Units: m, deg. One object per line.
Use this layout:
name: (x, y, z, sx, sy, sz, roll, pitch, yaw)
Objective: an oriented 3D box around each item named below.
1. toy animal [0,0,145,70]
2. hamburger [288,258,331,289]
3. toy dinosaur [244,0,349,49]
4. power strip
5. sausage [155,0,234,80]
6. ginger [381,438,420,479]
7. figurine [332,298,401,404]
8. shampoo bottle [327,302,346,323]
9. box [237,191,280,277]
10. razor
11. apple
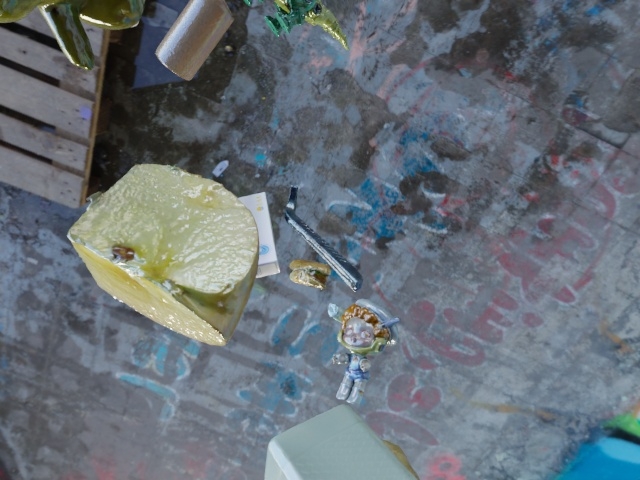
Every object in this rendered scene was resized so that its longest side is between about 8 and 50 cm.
toy animal: (-0.309, -0.356, 0.542, 0.181, 0.363, 0.180, -36, 91, 20)
hamburger: (-0.067, 0.143, 1.877, 0.131, 0.262, 0.124, 27, 77, -30)
toy dinosaur: (-0.040, -0.431, 0.725, 0.153, 0.094, 0.259, -45, 126, -4)
power strip: (0.040, 0.347, 0.504, 0.139, 0.224, 0.140, -9, 120, -35)
sausage: (-0.353, -0.600, 1.161, 0.123, 0.123, 0.253, 41, 108, -13)
ginger: (0.186, 0.486, 0.735, 0.118, 0.299, 0.065, 13, 109, -47)
figurine: (0.151, 0.418, 1.547, 0.205, 0.225, 0.381, 34, 82, -45)
shampoo bottle: (0.098, 0.319, 1.712, 0.049, 0.072, 0.212, -18, 150, 22)
box: (-0.257, -0.016, 1.346, 0.200, 0.343, 0.065, -13, 137, -3)
razor: (-0.005, 0.002, 0.553, 0.033, 0.190, 0.066, -17, 137, -28)
apple: (-0.263, 0.038, 0.738, 0.309, 0.252, 0.313, 24, 100, 3)
